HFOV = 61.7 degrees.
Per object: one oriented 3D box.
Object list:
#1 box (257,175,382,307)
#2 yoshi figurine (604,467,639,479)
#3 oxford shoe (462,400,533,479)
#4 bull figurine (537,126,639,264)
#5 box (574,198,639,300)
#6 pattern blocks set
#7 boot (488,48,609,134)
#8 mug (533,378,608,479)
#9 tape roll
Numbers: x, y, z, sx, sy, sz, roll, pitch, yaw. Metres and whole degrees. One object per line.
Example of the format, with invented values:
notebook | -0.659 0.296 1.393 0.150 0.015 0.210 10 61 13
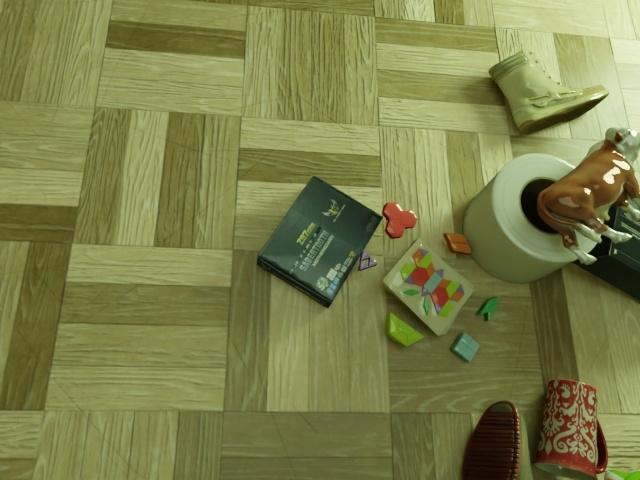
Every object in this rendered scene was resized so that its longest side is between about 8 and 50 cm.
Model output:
box | 0.000 0.000 1.156 0.183 0.059 0.233 32 69 5
yoshi figurine | 0.648 0.469 0.917 0.362 0.203 0.203 -11 64 -18
oxford shoe | 0.352 0.487 1.015 0.130 0.123 0.348 26 65 -26
bull figurine | 0.560 -0.097 1.060 0.310 0.101 0.188 -33 79 -18
box | 0.710 0.019 1.186 0.261 0.103 0.184 27 66 -13
pattern blocks set | 0.231 0.094 1.139 0.325 0.026 0.285 30 70 -7
boot | 0.575 -0.395 1.357 0.262 0.095 0.203 -20 73 -9
mug | 0.500 0.381 1.072 0.113 0.150 0.169 -5 57 39
tape roll | 0.457 -0.044 1.172 0.246 0.169 0.246 2 70 -6
